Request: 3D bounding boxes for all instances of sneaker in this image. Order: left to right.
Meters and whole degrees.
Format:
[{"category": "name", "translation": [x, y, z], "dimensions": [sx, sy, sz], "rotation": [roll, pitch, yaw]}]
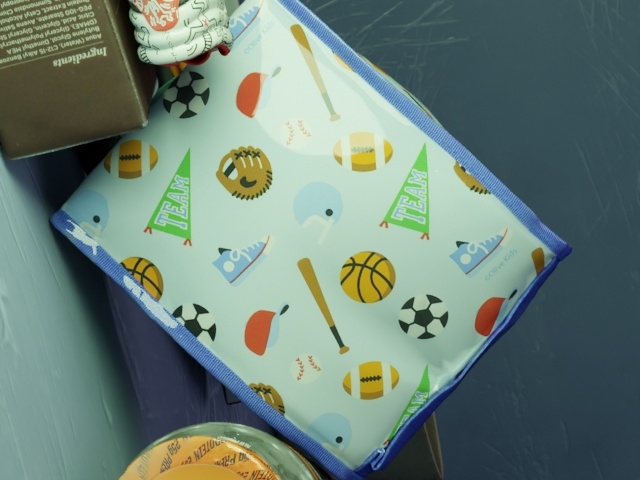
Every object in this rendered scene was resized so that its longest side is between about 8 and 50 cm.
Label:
[{"category": "sneaker", "translation": [-0.238, -0.134, 1.667], "dimensions": [0.089, 0.051, 0.170], "rotation": [63, 11, -67]}, {"category": "sneaker", "translation": [-0.126, -0.238, 1.457], "dimensions": [0.270, 0.090, 0.145], "rotation": [-79, 156, -70]}]

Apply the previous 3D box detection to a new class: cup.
[{"category": "cup", "translation": [0.045, 0.239, 2.580], "dimensions": [0.331, 0.236, 0.331], "rotation": [-13, 90, -83]}]

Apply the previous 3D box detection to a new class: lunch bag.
[{"category": "lunch bag", "translation": [0.000, 0.000, 1.577], "dimensions": [0.385, 0.328, 0.239], "rotation": [41, 4, 9]}]

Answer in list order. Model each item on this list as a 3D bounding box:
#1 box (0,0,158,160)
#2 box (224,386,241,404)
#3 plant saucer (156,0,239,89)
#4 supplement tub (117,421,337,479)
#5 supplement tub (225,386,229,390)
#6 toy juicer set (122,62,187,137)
[{"category": "box", "translation": [-0.256, -0.285, 1.395], "dimensions": [0.191, 0.143, 0.381], "rotation": [-93, 166, -63]}, {"category": "box", "translation": [0.006, 0.072, 2.167], "dimensions": [0.058, 0.321, 0.232], "rotation": [-47, 125, -79]}, {"category": "plant saucer", "translation": [-0.172, -0.246, 2.188], "dimensions": [0.400, 0.100, 0.401], "rotation": [-10, 90, -83]}, {"category": "supplement tub", "translation": [-0.078, 0.281, 1.506], "dimensions": [0.338, 0.207, 0.207], "rotation": [54, 24, -74]}, {"category": "supplement tub", "translation": [-0.086, 0.049, 1.994], "dimensions": [0.191, 0.191, 0.272], "rotation": [-97, 171, -45]}, {"category": "toy juicer set", "translation": [-0.163, -0.165, 1.843], "dimensions": [0.089, 0.209, 0.329], "rotation": [56, 23, -3]}]
